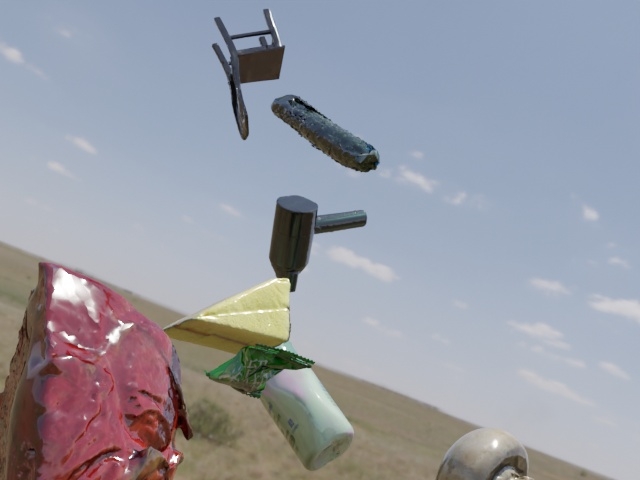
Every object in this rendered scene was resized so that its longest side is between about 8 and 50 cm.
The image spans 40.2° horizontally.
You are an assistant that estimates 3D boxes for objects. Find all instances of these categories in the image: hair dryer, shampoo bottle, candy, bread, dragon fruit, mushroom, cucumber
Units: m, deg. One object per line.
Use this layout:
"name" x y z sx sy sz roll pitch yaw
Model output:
"hair dryer" 0.000 0.000 2.382 0.302 0.244 0.116 -8 31 -32
"shampoo bottle" -0.068 0.396 2.208 0.349 0.151 0.222 53 -19 26
"candy" -0.126 0.247 1.717 0.141 0.078 0.203 9 -29 -39
"bread" -0.207 0.146 1.939 0.264 0.163 0.167 21 -31 -39
"dragon fruit" -0.271 0.247 0.934 0.240 0.330 0.302 -21 -46 30
"mushroom" 0.312 0.468 1.637 0.178 0.226 0.226 28 -2 40
"cucumber" 0.005 -0.135 1.119 0.043 0.044 0.256 -20 32 -20

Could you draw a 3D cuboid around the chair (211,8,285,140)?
"chair" -0.105 -0.271 1.443 0.101 0.212 0.084 -13 -25 -15
